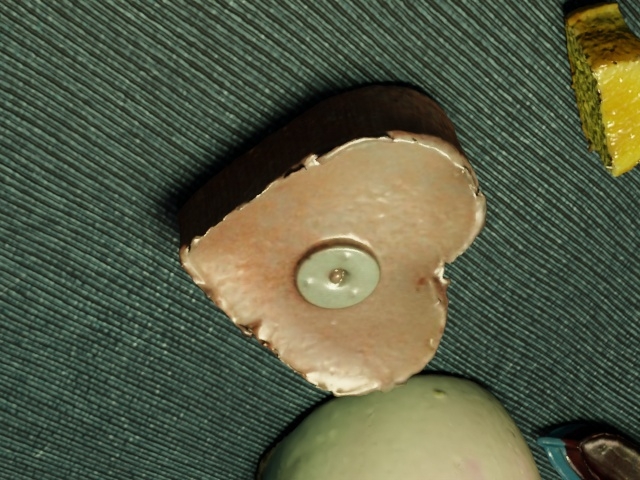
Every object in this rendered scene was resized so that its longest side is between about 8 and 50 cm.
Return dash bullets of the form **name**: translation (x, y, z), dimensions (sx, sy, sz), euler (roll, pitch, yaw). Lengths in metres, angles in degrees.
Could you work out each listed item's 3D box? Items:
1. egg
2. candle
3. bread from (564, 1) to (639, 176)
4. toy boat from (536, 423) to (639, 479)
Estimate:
- **egg**: translation (0.121, 0.390, 1.614), dimensions (0.354, 0.340, 0.354), euler (-11, 139, -10)
- **candle**: translation (0.000, 0.000, 1.325), dimensions (0.287, 0.131, 0.317), euler (-1, 125, -11)
- **bread**: translation (0.282, -0.142, 1.296), dimensions (0.065, 0.103, 0.187), euler (-21, 133, -2)
- **toy boat**: translation (0.372, 0.303, 1.810), dimensions (0.223, 0.100, 0.097), euler (29, 155, -34)
